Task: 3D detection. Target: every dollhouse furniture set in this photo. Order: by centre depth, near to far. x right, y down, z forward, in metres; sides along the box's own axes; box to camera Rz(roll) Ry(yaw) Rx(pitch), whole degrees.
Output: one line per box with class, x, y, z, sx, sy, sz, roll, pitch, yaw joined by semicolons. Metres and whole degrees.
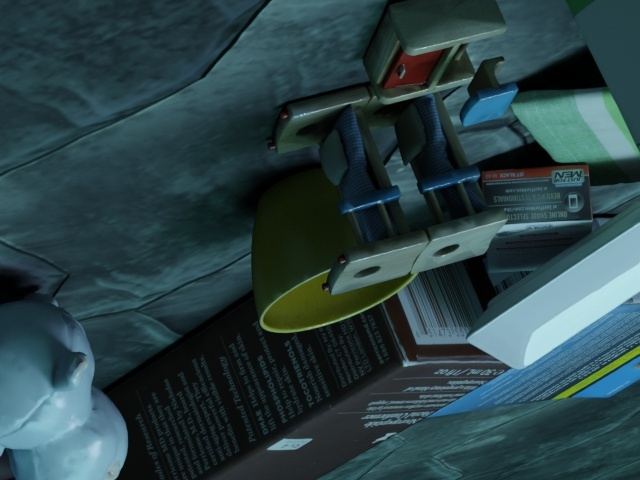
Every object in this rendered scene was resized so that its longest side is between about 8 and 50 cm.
dollhouse furniture set;0.057;-0.066;1.364;0.129;0.129;0.183;-16;161;-18

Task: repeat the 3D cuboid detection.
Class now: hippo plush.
hippo plush;-0.286;0.135;1.513;0.237;0.234;0.294;-36;121;-13

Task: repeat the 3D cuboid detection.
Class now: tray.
tray;0.252;0.016;1.689;0.270;0.030;0.145;-35;153;12

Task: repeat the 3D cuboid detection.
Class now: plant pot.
plant pot;0.000;0.000;1.535;0.134;0.095;0.134;-19;161;-7

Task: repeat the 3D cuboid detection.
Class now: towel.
towel;0.340;-0.100;1.578;0.325;0.038;0.248;-5;166;19

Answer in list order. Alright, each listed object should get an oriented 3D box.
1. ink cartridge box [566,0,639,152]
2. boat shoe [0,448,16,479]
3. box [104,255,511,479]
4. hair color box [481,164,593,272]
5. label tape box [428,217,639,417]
ink cartridge box;0.290;-0.099;1.284;0.121;0.289;0.211;-35;157;32
boat shoe;-0.282;0.242;1.884;0.117;0.096;0.324;-27;161;15
box;-0.029;0.138;1.823;0.381;0.143;0.191;-32;159;33
hair color box;0.188;-0.017;1.717;0.093;0.053;0.167;-3;166;5
label tape box;0.262;0.076;2.018;0.334;0.105;0.241;-1;152;-47
